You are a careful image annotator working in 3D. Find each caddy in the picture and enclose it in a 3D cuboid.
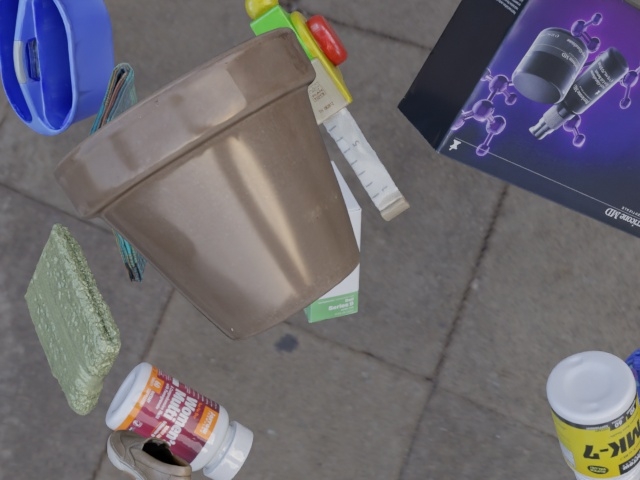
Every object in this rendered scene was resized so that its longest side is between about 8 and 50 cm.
[{"bbox_3d":[-0.582,-0.398,2.282,0.241,0.179,0.341,16,119,34],"label":"caddy"}]

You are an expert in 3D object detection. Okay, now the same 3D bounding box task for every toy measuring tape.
[{"bbox_3d":[0.010,-0.177,1.352,0.121,0.121,0.330,-33,99,11],"label":"toy measuring tape"}]

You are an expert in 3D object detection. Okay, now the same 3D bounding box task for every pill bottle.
[{"bbox_3d":[-0.228,0.302,1.741,0.221,0.121,0.121,33,89,-15],"label":"pill bottle"},{"bbox_3d":[0.392,0.262,1.499,0.119,0.208,0.119,-13,42,12],"label":"pill bottle"}]

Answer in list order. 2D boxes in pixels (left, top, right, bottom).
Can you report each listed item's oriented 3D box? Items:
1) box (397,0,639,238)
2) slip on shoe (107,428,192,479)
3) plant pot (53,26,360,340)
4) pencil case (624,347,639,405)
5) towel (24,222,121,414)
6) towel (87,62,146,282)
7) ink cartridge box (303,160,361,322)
[{"bbox_3d":[0.231,-0.132,0.957,0.184,0.261,0.103,-59,31,22],"label":"box"},{"bbox_3d":[-0.147,0.189,0.928,0.135,0.051,0.041,30,107,60],"label":"slip on shoe"},{"bbox_3d":[-0.079,-0.039,1.010,0.263,0.263,0.229,-32,95,12],"label":"plant pot"},{"bbox_3d":[0.584,0.164,1.612,0.119,0.306,0.133,9,120,57],"label":"pencil case"},{"bbox_3d":[-0.220,0.068,0.941,0.148,0.027,0.110,58,136,31],"label":"towel"},{"bbox_3d":[-0.378,-0.132,2.126,0.040,0.370,0.271,0,46,8],"label":"towel"},{"bbox_3d":[0.000,0.000,1.732,0.093,0.212,0.154,-11,37,-13],"label":"ink cartridge box"}]
